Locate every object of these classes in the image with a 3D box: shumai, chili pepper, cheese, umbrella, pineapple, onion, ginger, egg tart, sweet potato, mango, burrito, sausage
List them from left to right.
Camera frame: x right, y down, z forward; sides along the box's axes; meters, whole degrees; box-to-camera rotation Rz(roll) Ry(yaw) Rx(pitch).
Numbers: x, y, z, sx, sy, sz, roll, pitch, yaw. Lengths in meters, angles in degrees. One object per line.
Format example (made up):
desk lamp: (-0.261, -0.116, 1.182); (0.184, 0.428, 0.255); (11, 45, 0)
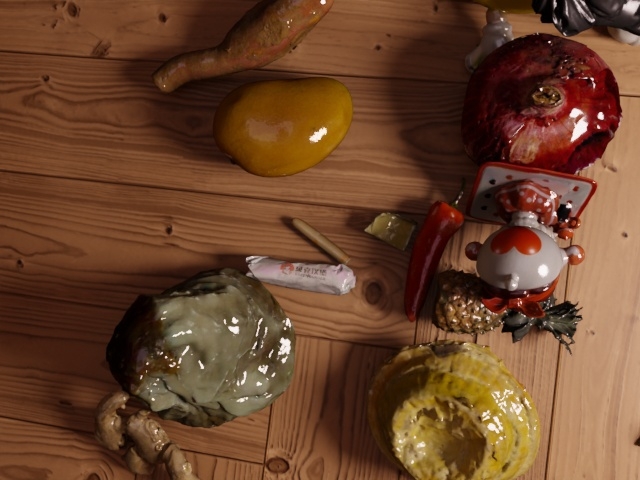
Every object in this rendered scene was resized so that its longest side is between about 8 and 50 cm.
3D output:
ginger: (-0.320, 0.392, 1.049); (0.258, 0.065, 0.149); (44, 125, -3)
shumai: (-0.213, 0.197, 0.953); (0.304, 0.263, 0.309); (26, 91, 11)
sweet potato: (-0.137, -0.369, 1.051); (0.385, 0.109, 0.109); (-24, 84, 19)
mango: (-0.065, -0.203, 1.012); (0.254, 0.139, 0.175); (-6, 90, 2)
burrito: (-0.036, 0.063, 1.033); (0.203, 0.064, 0.064); (7, 88, 5)
sausage: (0.000, 0.000, 1.049); (0.132, 0.024, 0.024); (38, 93, 8)
cheese: (0.125, -0.024, 1.023); (0.084, 0.041, 0.060); (23, 98, -6)
chili pepper: (0.197, 0.012, 0.995); (0.063, 0.071, 0.272); (22, 92, -10)
egg tart: (0.204, 0.303, 0.925); (0.290, 0.115, 0.290); (4, 99, 23)
pineapple: (0.317, 0.115, 0.956); (0.251, 0.125, 0.125); (11, 89, 4)
onion: (0.347, -0.209, 0.908); (0.252, 0.219, 0.252); (2, 98, 15)
umbrella: (0.496, -0.359, 0.876); (0.340, 0.118, 0.118); (11, 89, -8)

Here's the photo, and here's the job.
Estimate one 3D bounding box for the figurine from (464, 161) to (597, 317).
figurine: (0.318, 0.021, 0.884); (0.183, 0.160, 0.226); (11, 58, 9)

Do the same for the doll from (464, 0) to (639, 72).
doll: (0.377, -0.466, 0.955); (0.423, 0.161, 0.348); (-15, 101, 15)

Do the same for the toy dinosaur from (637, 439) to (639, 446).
toy dinosaur: (0.708, 0.366, 0.900); (0.327, 0.113, 0.206); (-5, 61, -2)

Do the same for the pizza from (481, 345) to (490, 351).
pizza: (0.252, 0.239, 0.988); (0.175, 0.046, 0.134); (28, 92, 9)
